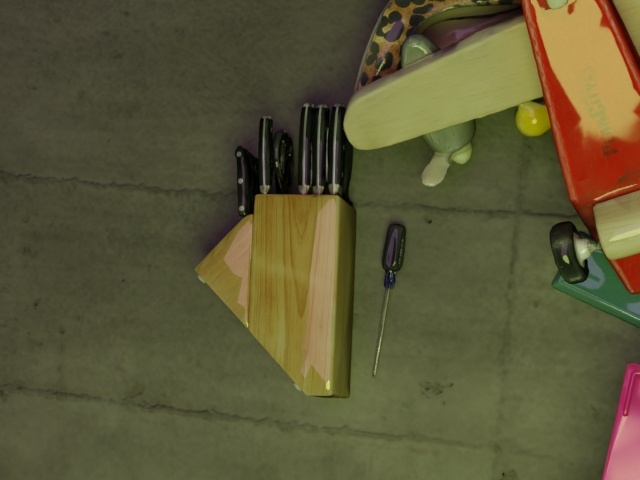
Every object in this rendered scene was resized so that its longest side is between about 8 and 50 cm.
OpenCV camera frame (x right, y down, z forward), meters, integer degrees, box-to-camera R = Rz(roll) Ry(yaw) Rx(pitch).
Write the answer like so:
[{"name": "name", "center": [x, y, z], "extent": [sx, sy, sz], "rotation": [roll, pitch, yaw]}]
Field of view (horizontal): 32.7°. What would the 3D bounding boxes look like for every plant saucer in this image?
[{"name": "plant saucer", "center": [0.338, 0.058, 1.118], "extent": [0.192, 0.018, 0.067], "rotation": [26, 88, 18]}]

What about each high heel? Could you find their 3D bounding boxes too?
[{"name": "high heel", "center": [0.160, -0.208, 1.165], "extent": [0.186, 0.093, 0.261], "rotation": [30, 81, 24]}]

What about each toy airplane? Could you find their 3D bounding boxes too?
[{"name": "toy airplane", "center": [0.255, -0.179, 1.046], "extent": [0.386, 0.272, 0.384], "rotation": [26, 116, 6]}]

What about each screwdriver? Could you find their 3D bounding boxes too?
[{"name": "screwdriver", "center": [0.072, 0.066, 1.190], "extent": [0.024, 0.025, 0.169], "rotation": [8, 92, 15]}]

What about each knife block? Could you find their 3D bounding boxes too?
[{"name": "knife block", "center": [0.000, 0.000, 1.179], "extent": [0.242, 0.088, 0.275], "rotation": [-45, 73, 5]}]

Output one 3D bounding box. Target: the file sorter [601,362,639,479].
[{"name": "file sorter", "center": [0.399, 0.248, 0.983], "extent": [0.291, 0.182, 0.202], "rotation": [13, 83, 16]}]
